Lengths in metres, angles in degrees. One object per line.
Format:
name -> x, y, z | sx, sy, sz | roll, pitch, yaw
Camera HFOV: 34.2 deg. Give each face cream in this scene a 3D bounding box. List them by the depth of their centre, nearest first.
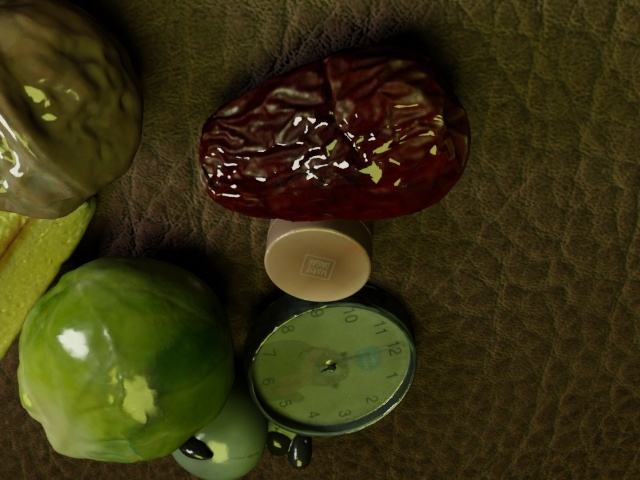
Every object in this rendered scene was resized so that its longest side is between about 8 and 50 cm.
face cream -> 0.000, 0.000, 1.458 | 0.149, 0.104, 0.149 | 3, 135, 3

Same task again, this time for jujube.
jujube -> 0.012, -0.119, 1.286 | 0.342, 0.216, 0.216 | -10, 133, 24

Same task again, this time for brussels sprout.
brussels sprout -> -0.282, 0.176, 1.554 | 0.344, 0.268, 0.344 | 7, 121, 12

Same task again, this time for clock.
clock -> 0.018, 0.191, 1.625 | 0.281, 0.055, 0.280 | -4, 122, -7

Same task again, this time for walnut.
walnut -> -0.349, -0.160, 1.250 | 0.273, 0.227, 0.273 | 6, 132, 7

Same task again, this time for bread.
bread -> -0.508, -0.009, 1.529 | 0.233, 0.245, 0.361 | 35, 97, -37

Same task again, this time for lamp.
lamp -> -0.141, 0.308, 1.735 | 0.244, 0.197, 0.197 | 8, 138, -25
